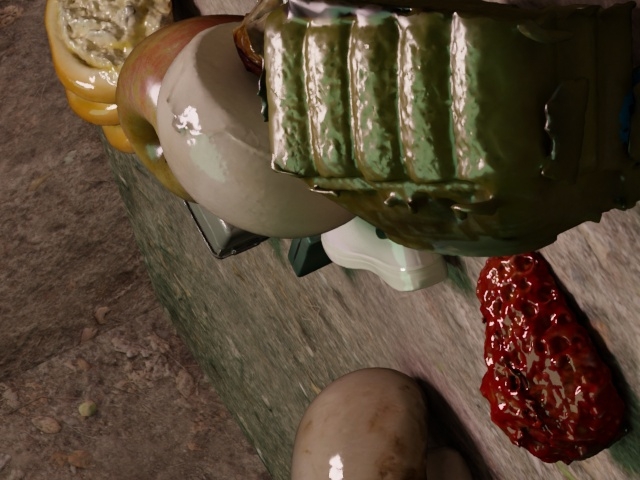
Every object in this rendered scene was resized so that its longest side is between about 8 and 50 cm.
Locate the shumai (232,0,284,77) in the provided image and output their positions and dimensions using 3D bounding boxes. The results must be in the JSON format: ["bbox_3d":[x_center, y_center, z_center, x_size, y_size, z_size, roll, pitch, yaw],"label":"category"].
[{"bbox_3d":[-0.030,-0.224,1.759,0.201,0.120,0.201,-16,-90,-79],"label":"shumai"}]

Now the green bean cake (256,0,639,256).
[{"bbox_3d":[0.135,-0.098,1.269,0.310,0.285,0.202,12,105,45],"label":"green bean cake"}]

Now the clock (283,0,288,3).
[{"bbox_3d":[0.024,-0.241,1.645,0.236,0.053,0.236,49,-147,-47],"label":"clock"}]

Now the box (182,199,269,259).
[{"bbox_3d":[-0.156,-0.069,2.680,0.172,0.124,0.093,60,156,11],"label":"box"}]

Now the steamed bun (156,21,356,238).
[{"bbox_3d":[-0.063,-0.112,1.844,0.283,0.283,0.177,56,134,31],"label":"steamed bun"}]

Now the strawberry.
[{"bbox_3d":[0.210,0.126,1.633,0.236,0.111,0.190,64,169,4],"label":"strawberry"}]

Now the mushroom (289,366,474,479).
[{"bbox_3d":[0.104,0.359,2.236,0.362,0.295,0.362,-1,-90,-87],"label":"mushroom"}]

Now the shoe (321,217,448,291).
[{"bbox_3d":[0.072,-0.021,1.953,0.265,0.095,0.110,28,136,60],"label":"shoe"}]

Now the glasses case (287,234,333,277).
[{"bbox_3d":[0.000,0.000,2.276,0.039,0.078,0.184,62,167,12],"label":"glasses case"}]

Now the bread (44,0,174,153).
[{"bbox_3d":[-0.333,-0.310,2.564,0.270,0.211,0.315,92,175,-63],"label":"bread"}]

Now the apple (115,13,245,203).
[{"bbox_3d":[-0.132,-0.181,2.082,0.257,0.234,0.257,44,160,21],"label":"apple"}]
